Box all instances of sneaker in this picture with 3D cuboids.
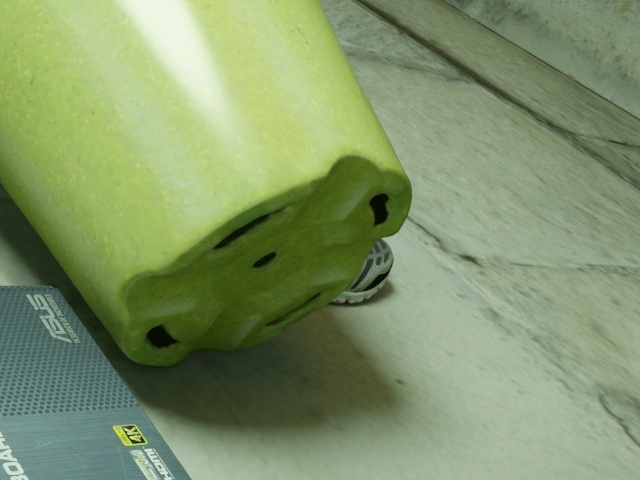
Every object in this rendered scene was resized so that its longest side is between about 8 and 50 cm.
[{"bbox_3d":[0.000,0.000,0.737,0.170,0.074,0.063,2,30,-44],"label":"sneaker"}]

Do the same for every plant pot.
[{"bbox_3d":[-0.086,-0.076,0.592,0.276,0.276,0.254,-5,56,-50],"label":"plant pot"}]

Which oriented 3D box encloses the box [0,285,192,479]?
[{"bbox_3d":[-0.144,0.101,0.378,0.183,0.059,0.233,2,30,-41],"label":"box"}]
